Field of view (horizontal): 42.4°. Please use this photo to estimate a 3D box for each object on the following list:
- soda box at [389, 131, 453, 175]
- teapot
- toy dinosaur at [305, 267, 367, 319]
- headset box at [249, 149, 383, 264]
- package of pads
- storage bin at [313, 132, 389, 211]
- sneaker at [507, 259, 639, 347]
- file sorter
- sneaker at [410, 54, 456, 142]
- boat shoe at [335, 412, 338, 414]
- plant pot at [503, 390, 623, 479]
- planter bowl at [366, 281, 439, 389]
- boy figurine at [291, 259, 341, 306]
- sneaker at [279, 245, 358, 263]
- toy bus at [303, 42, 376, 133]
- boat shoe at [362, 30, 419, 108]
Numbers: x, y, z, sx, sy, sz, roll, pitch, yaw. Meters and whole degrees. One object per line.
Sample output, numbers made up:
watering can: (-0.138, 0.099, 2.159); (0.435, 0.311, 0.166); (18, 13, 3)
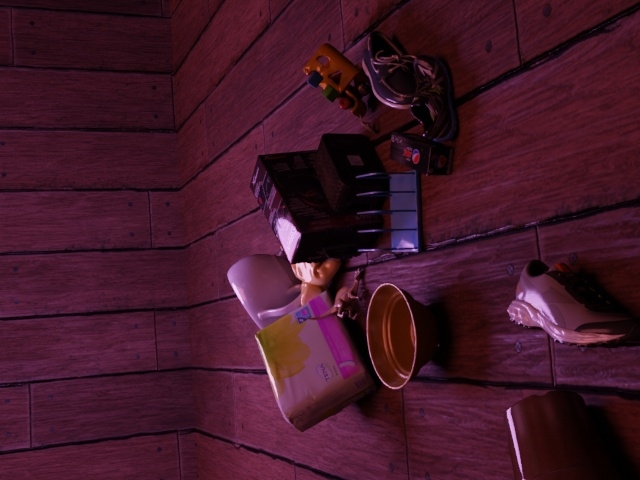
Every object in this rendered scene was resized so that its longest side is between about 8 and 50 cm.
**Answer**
soda box: (0.200, -0.175, 1.660); (0.169, 0.053, 0.060); (-142, 53, -62)
teapot: (-0.128, 0.131, 2.317); (0.256, 0.187, 0.252); (57, 180, 22)
toy dinosaur: (0.056, 0.154, 1.987); (0.183, 0.053, 0.093); (-46, 40, 7)
headset box: (-0.007, -0.075, 1.922); (0.293, 0.218, 0.110); (60, 145, 34)
package of pads: (-0.021, 0.292, 2.004); (0.101, 0.229, 0.297); (56, -176, -43)
storage bin: (0.068, -0.157, 1.890); (0.084, 0.122, 0.180); (110, 149, -42)
sneaker: (0.372, 0.093, 1.215); (0.271, 0.100, 0.108); (-157, 73, -66)
file sorter: (0.141, -0.060, 1.747); (0.118, 0.104, 0.170); (177, 91, -67)
sneaker: (0.210, -0.279, 1.596); (0.067, 0.078, 0.188); (136, 129, -61)
boat shoe: (-0.014, 0.370, 2.160); (0.341, 0.127, 0.158); (-112, 22, -54)
plant pot: (0.351, 0.321, 1.216); (0.167, 0.166, 0.165); (116, 152, -49)
planter bowl: (0.180, 0.192, 1.688); (0.217, 0.090, 0.217); (179, 90, -67)
boy figurine: (-0.007, 0.049, 2.127); (0.177, 0.092, 0.285); (4, 99, 44)
sneaker: (0.000, 0.000, 2.034); (0.081, 0.208, 0.094); (46, -138, -63)
toy bus: (0.062, -0.366, 1.905); (0.104, 0.202, 0.191); (-51, 28, 13)
boat shoe: (0.151, -0.358, 1.722); (0.255, 0.095, 0.079); (-106, 14, -51)
